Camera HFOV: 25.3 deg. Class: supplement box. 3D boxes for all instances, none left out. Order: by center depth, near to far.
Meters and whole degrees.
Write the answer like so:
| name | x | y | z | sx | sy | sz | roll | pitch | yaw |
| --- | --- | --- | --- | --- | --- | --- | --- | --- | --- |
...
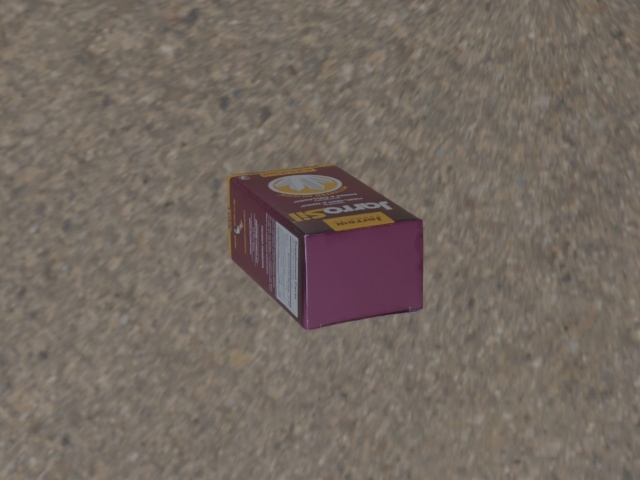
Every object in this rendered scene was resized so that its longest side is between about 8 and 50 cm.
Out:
| name | x | y | z | sx | sy | sz | roll | pitch | yaw |
| --- | --- | --- | --- | --- | --- | --- | --- | --- | --- |
| supplement box | 0.000 | 0.000 | 1.183 | 0.104 | 0.188 | 0.080 | -8 | 110 | -21 |
